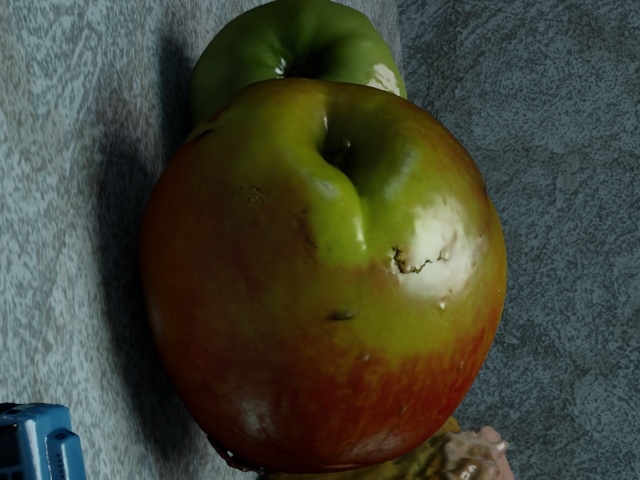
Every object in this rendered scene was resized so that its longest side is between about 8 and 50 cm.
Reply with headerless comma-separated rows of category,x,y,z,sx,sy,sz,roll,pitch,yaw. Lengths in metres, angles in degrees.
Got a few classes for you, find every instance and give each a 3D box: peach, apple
peach,-0.007,0.040,1.713,0.370,0.370,0.370,-9,90,-80
apple,-0.020,-0.129,1.966,0.279,0.279,0.279,-9,90,-80

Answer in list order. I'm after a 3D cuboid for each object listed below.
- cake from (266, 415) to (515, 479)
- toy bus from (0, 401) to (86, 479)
cake,0.091,0.388,2.044,0.314,0.293,0.307,-66,143,-61
toy bus,-0.192,0.188,1.134,0.090,0.106,0.185,-5,86,-78
